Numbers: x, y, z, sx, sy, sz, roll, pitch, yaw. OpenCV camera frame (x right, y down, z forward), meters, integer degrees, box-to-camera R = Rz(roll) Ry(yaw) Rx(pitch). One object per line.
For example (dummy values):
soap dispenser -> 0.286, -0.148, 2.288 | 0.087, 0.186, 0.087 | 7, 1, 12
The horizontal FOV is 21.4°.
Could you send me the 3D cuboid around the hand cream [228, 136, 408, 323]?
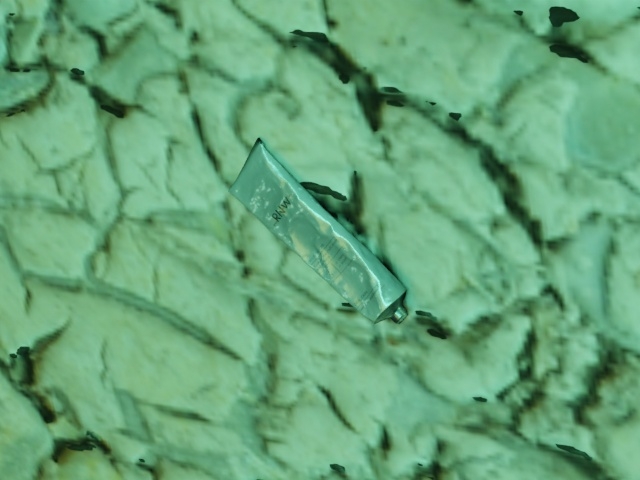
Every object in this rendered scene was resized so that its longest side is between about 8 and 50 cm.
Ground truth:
hand cream -> 0.000, 0.000, 0.688 | 0.093, 0.019, 0.030 | 42, 130, 6
